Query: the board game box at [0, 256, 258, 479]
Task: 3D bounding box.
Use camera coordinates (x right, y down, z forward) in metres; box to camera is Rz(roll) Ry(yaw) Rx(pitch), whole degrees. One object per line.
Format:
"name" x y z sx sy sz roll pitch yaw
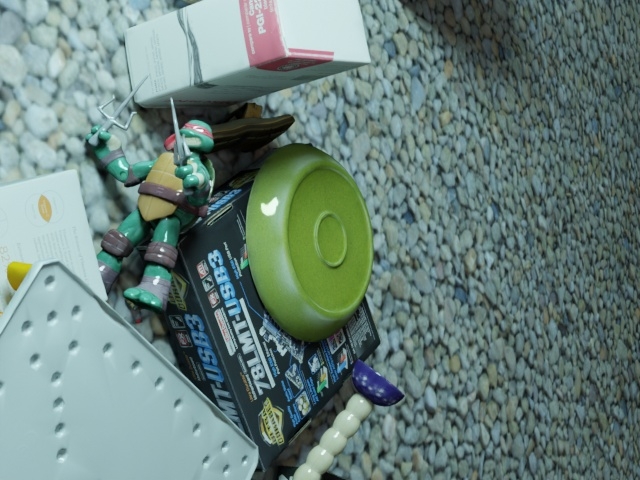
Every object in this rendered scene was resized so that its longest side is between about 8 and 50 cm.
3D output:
"board game box" -0.237 0.273 0.962 0.390 0.050 0.390 -64 142 -24

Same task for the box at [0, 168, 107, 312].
"box" -0.293 0.019 0.973 0.170 0.091 0.130 -22 103 -53

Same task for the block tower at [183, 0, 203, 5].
"block tower" -0.117 -0.430 1.283 0.097 0.091 0.335 16 72 -51

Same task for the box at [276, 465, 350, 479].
"box" 0.043 0.449 1.387 0.322 0.079 0.257 35 60 -46

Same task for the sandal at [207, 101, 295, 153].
"sandal" -0.096 -0.138 1.298 0.180 0.072 0.049 -13 76 -50

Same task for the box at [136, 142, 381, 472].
"box" -0.060 0.072 1.303 0.293 0.073 0.295 -42 119 -48

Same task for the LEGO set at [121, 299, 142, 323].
"LEGO set" -0.208 0.096 1.144 0.054 0.023 0.083 65 27 -28

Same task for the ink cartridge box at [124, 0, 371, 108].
"ink cartridge box" -0.081 -0.210 1.191 0.158 0.218 0.092 -8 86 -54

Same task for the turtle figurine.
"turtle figurine" -0.162 -0.050 1.101 0.118 0.175 0.234 31 74 -43

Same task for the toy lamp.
"toy lamp" -0.010 0.268 1.257 0.275 0.080 0.080 -52 132 -6

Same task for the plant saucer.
"plant saucer" 0.000 0.000 1.307 0.241 0.037 0.241 14 73 -53
